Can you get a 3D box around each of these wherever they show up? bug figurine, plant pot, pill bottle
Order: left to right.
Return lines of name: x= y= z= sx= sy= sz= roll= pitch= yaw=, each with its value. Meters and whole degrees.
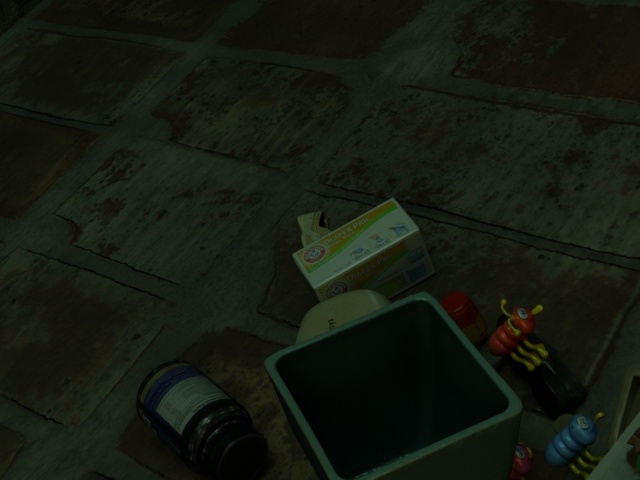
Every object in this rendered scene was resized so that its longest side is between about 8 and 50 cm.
pill bottle: x=-0.182 y=0.284 z=1.531 sx=0.123 sy=0.123 sz=0.219 roll=-41 pitch=44 yaw=-18
plant pot: x=0.100 y=0.270 z=1.302 sx=0.247 sy=0.252 sz=0.248 roll=-21 pitch=40 yaw=-14
bug figurine: x=0.268 y=0.226 z=1.333 sx=0.216 sy=0.072 sz=0.279 roll=-59 pitch=34 yaw=30

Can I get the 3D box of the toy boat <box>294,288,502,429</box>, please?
toy boat: x=0.110 y=0.180 z=1.506 sx=0.318 sy=0.148 sz=0.267 roll=-18 pitch=36 yaw=19

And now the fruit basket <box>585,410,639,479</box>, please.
fruit basket: x=0.424 y=0.332 z=1.019 sx=0.327 sy=0.165 sz=0.353 roll=42 pitch=51 yaw=17

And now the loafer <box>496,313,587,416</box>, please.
loafer: x=0.318 y=0.175 z=1.442 sx=0.061 sy=0.062 sz=0.170 roll=-18 pitch=62 yaw=-25

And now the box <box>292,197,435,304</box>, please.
box: x=0.072 y=0.039 z=1.671 sx=0.203 sy=0.114 sz=0.103 roll=-30 pitch=41 yaw=-4

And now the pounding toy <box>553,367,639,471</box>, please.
pounding toy: x=0.416 y=0.268 z=1.296 sx=0.206 sy=0.094 sz=0.181 roll=-1 pitch=51 yaw=37

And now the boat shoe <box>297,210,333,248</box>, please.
boat shoe: x=0.000 y=0.000 z=1.783 sx=0.059 sy=0.063 sz=0.170 roll=-25 pitch=40 yaw=6
